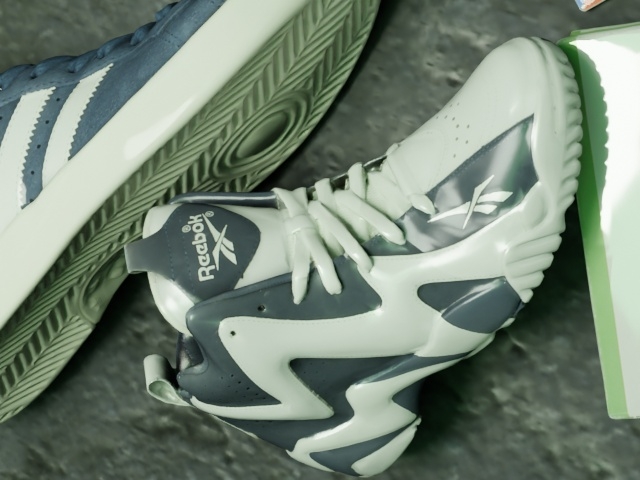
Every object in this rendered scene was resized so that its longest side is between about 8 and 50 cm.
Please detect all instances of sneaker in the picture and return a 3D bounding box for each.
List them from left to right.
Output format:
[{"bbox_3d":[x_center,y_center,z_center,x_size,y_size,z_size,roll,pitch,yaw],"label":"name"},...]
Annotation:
[{"bbox_3d":[-0.128,-0.054,0.701,0.350,0.131,0.148,-42,72,18],"label":"sneaker"},{"bbox_3d":[0.000,0.000,0.622,0.235,0.153,0.094,-57,30,36],"label":"sneaker"}]

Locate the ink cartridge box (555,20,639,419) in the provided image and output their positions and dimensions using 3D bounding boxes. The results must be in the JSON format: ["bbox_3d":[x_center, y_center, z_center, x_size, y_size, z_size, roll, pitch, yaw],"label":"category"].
[{"bbox_3d":[0.225,-0.019,0.593,0.235,0.056,0.171,-7,95,22],"label":"ink cartridge box"}]

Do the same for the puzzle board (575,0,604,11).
[{"bbox_3d":[0.147,-0.174,0.626,0.128,0.011,0.096,-29,86,24],"label":"puzzle board"}]
